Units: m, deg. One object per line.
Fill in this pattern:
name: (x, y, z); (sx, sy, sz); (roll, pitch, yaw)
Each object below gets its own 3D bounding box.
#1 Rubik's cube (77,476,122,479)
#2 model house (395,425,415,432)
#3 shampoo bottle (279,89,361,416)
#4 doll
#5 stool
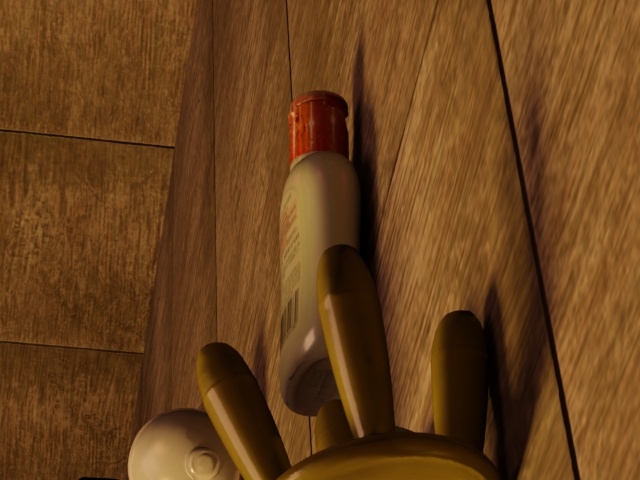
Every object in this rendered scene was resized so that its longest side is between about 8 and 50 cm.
Rubik's cube: (-0.071, 0.262, 1.110); (0.184, 0.187, 0.182); (105, 167, -56)
model house: (0.025, 0.142, 0.939); (0.083, 0.066, 0.078); (109, 165, -63)
shampoo bottle: (0.000, 0.000, 1.235); (0.108, 0.051, 0.221); (106, 166, -56)
doll: (-0.124, 0.279, 1.614); (0.151, 0.151, 0.287); (119, 158, -70)
stool: (0.016, 0.083, 0.833); (0.134, 0.135, 0.110); (90, 171, -47)
